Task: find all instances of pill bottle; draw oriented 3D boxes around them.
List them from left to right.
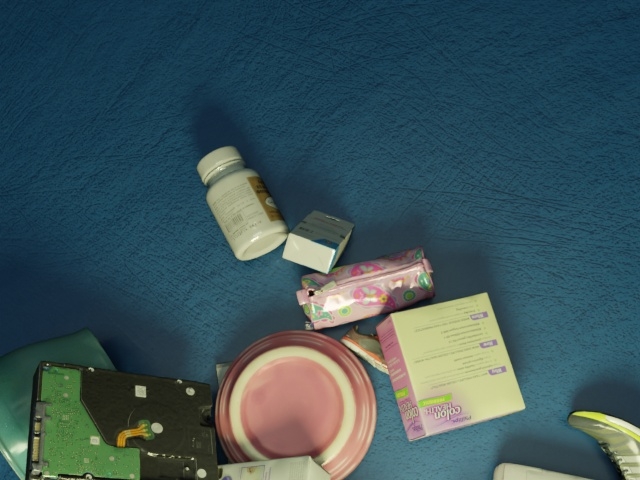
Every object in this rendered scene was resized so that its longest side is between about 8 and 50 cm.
[{"bbox_3d":[-0.174,-0.084,1.799,0.131,0.131,0.229,-29,75,-3],"label":"pill bottle"}]

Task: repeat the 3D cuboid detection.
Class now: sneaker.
[{"bbox_3d":[0.121,0.227,1.728,0.158,0.061,0.064,30,73,11],"label":"sneaker"},{"bbox_3d":[0.610,0.433,1.607,0.300,0.111,0.121,32,84,14],"label":"sneaker"}]

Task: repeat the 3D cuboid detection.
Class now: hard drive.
[{"bbox_3d":[-0.361,0.355,1.526,0.339,0.064,0.236,13,42,-27],"label":"hard drive"}]

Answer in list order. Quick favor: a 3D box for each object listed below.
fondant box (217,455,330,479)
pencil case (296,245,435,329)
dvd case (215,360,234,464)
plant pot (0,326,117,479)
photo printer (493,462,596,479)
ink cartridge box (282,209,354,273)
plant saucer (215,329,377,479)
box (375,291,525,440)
[{"bbox_3d":[-0.153,0.542,1.531,0.331,0.096,0.238,-12,51,23],"label":"fondant box"},{"bbox_3d":[0.094,0.100,1.733,0.284,0.124,0.124,-13,74,0],"label":"pencil case"},{"bbox_3d":[-0.116,0.361,1.727,0.179,0.029,0.238,-10,74,2],"label":"dvd case"},{"bbox_3d":[-0.534,0.314,1.668,0.255,0.271,0.271,-33,74,-19],"label":"plant pot"},{"bbox_3d":[0.435,0.585,1.524,0.256,0.107,0.307,10,51,6],"label":"photo printer"},{"bbox_3d":[0.000,0.000,1.767,0.104,0.180,0.060,20,112,10],"label":"ink cartridge box"},{"bbox_3d":[-0.053,0.342,1.669,0.332,0.084,0.331,-1,76,4],"label":"plant saucer"},{"bbox_3d":[0.255,0.251,1.651,0.214,0.117,0.242,-11,73,-16],"label":"box"}]
